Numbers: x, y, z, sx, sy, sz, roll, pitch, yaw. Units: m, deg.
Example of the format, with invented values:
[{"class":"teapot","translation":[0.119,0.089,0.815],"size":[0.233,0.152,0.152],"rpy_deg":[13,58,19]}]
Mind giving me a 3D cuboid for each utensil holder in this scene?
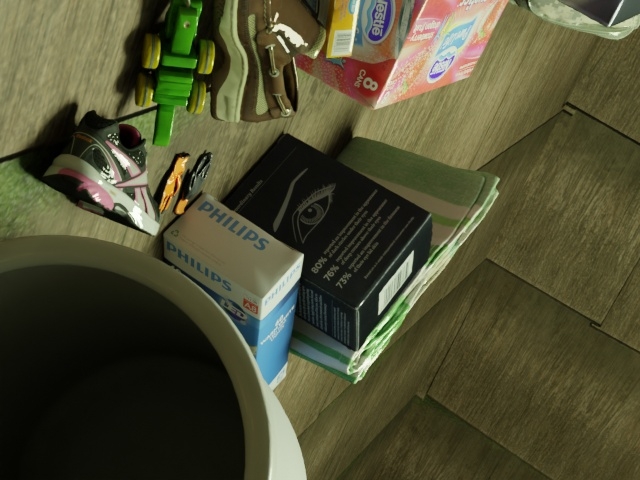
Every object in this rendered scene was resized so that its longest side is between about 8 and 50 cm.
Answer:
[{"class":"utensil holder","translation":[-0.178,0.199,1.003],"size":[0.327,0.328,0.385],"rpy_deg":[-55,167,-9]}]

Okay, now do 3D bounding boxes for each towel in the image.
[{"class":"towel","translation":[0.042,0.009,1.486],"size":[0.325,0.248,0.038],"rpy_deg":[-51,140,-23]}]

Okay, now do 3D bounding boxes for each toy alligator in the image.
[{"class":"toy alligator","translation":[-0.118,-0.166,0.989],"size":[0.051,0.056,0.189],"rpy_deg":[-108,-152,-49]}]

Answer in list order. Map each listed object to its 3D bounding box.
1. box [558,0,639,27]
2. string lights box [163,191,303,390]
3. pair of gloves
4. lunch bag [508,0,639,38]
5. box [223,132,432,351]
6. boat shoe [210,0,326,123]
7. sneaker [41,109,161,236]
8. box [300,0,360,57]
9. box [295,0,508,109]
[{"class":"box","translation":[0.244,-0.410,1.165],"size":[0.183,0.294,0.296],"rpy_deg":[-32,150,-59]},{"class":"string lights box","translation":[-0.101,0.076,1.341],"size":[0.077,0.133,0.259],"rpy_deg":[-48,161,-30]},{"class":"pair of gloves","translation":[-0.138,-0.055,1.206],"size":[0.074,0.010,0.083],"rpy_deg":[-62,165,15]},{"class":"lunch bag","translation":[0.332,-0.423,1.485],"size":[0.212,0.256,0.305],"rpy_deg":[-46,160,-38]},{"class":"box","translation":[0.000,0.000,1.367],"size":[0.153,0.207,0.108],"rpy_deg":[-50,159,-24]},{"class":"boat shoe","translation":[-0.041,-0.193,1.038],"size":[0.257,0.095,0.095],"rpy_deg":[102,-4,-63]},{"class":"sneaker","translation":[-0.167,-0.057,1.011],"size":[0.178,0.072,0.077],"rpy_deg":[64,48,-79]},{"class":"box","translation":[0.002,-0.236,1.079],"size":[0.028,0.136,0.081],"rpy_deg":[-5,134,-16]},{"class":"box","translation":[0.086,-0.251,1.268],"size":[0.300,0.142,0.154],"rpy_deg":[-28,147,-62]}]
